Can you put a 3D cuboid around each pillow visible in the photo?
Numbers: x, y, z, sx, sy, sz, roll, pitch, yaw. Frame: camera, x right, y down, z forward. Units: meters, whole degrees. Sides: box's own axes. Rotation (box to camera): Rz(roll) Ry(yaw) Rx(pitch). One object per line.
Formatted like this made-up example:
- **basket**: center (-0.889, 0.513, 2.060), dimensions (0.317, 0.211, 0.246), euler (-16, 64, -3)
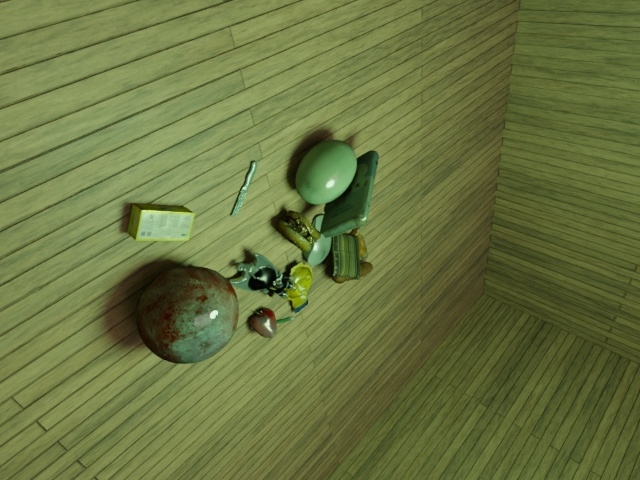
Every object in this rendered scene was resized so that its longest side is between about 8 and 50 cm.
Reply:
- **pillow**: center (0.120, 0.069, 2.010), dimensions (0.212, 0.052, 0.208), euler (13, 74, -49)

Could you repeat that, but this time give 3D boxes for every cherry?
- **cherry**: center (-0.235, 0.340, 1.812), dimensions (0.106, 0.087, 0.126), euler (-9, 92, -26)

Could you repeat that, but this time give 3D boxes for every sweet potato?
- **sweet potato**: center (0.135, 0.151, 2.143), dimensions (0.354, 0.106, 0.095), euler (-8, 90, -55)

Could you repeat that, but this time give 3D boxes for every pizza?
- **pizza**: center (0.179, 0.040, 2.168), dimensions (0.195, 0.052, 0.185), euler (42, 70, -47)

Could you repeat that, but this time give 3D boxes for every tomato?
- **tomato**: center (-0.415, 0.232, 1.393), dimensions (0.316, 0.282, 0.317), euler (-20, 138, -19)

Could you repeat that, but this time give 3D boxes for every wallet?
- **wallet**: center (0.115, -0.174, 1.740), dimensions (0.083, 0.252, 0.360), euler (36, 50, -27)

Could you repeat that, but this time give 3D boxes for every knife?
- **knife**: center (-0.266, -0.179, 1.539), dimensions (0.028, 0.015, 0.210), euler (14, 101, -59)

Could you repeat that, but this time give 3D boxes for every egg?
- **egg**: center (0.023, -0.262, 1.678), dimensions (0.283, 0.203, 0.203), euler (-49, 141, -15)

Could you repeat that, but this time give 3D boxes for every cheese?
- **cheese**: center (-0.094, 0.210, 1.926), dimensions (0.177, 0.069, 0.270), euler (-34, 136, -33)

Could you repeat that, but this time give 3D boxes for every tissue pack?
- **tissue pack**: center (-0.477, -0.053, 1.321), dimensions (0.176, 0.062, 0.095), euler (-2, 114, -50)

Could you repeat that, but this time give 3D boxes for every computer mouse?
- **computer mouse**: center (0.000, 0.000, 1.915), dimensions (0.128, 0.079, 0.231), euler (6, 102, -55)

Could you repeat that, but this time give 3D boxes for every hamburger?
- **hamburger**: center (-0.088, -0.029, 1.722), dimensions (0.177, 0.185, 0.113), euler (33, 78, -15)

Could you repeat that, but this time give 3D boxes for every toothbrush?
- **toothbrush**: center (-0.206, 0.360, 1.921), dimensions (0.257, 0.018, 0.024), euler (-4, 117, -49)

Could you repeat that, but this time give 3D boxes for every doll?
- **doll**: center (-0.209, 0.146, 1.712), dimensions (0.145, 0.103, 0.316), euler (-27, 141, 24)
